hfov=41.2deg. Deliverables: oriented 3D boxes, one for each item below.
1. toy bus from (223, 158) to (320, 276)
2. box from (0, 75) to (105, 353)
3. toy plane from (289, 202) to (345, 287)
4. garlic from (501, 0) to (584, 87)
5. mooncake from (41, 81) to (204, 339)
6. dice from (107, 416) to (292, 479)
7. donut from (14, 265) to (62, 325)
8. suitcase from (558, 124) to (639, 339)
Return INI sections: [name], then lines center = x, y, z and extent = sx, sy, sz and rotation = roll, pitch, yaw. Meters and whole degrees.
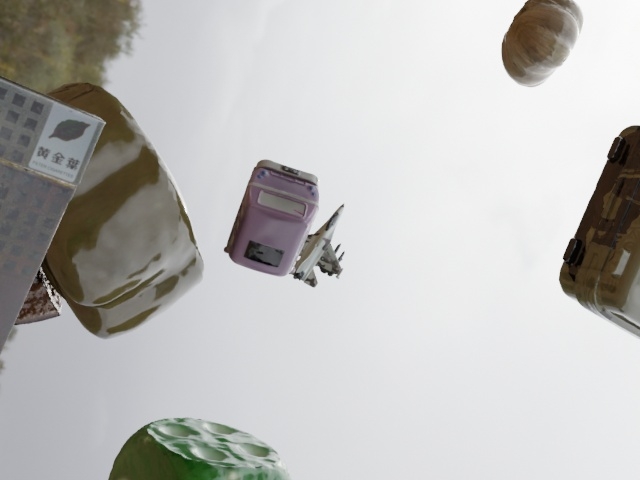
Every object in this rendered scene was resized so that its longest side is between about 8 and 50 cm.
[toy bus]
center = -0.091, -0.032, 1.586
extent = 0.202, 0.142, 0.142
rotation = 115, -13, -45
[box]
center = -0.397, -0.028, 0.975
extent = 0.325, 0.180, 0.047
rotation = -63, -151, 9
[toy plane]
center = -0.005, 0.013, 1.905
extent = 0.234, 0.160, 0.082
rotation = -55, 169, -38
[garlic]
center = 0.501, -0.463, 1.948
extent = 0.228, 0.152, 0.228
rotation = -62, -179, 2
[mooncake]
center = -0.432, -0.054, 1.588
extent = 0.262, 0.467, 0.467
rotation = -35, -172, -21
[dice]
center = -0.252, 0.544, 1.745
extent = 0.300, 0.297, 0.287
rotation = 17, -84, 45
[donut]
center = -0.632, 0.096, 1.723
extent = 0.126, 0.186, 0.144
rotation = -109, -172, -63
[suitcase]
center = 0.604, 0.005, 1.438
extent = 0.194, 0.339, 0.352
rotation = 18, -98, 59
